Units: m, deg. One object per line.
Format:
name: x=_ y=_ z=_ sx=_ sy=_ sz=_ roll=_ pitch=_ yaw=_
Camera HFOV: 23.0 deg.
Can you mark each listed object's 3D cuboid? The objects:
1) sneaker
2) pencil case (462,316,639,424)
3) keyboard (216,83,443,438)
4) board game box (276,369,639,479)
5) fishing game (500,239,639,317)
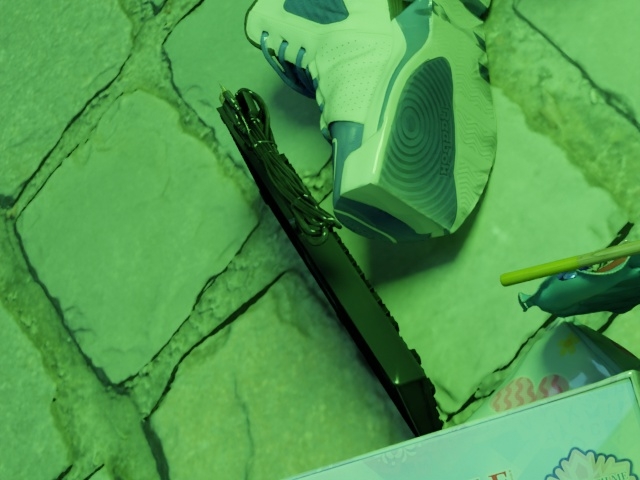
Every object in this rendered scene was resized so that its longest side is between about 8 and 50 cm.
sneaker: x=0.033 y=-0.130 z=1.230 sx=0.182 sy=0.127 sz=0.316 roll=-17 pitch=52 yaw=37
pencil case: x=0.117 y=0.179 z=1.001 sx=0.273 sy=0.113 sz=0.124 roll=-51 pitch=59 yaw=8
keyboard: x=0.000 y=0.000 z=1.136 sx=0.033 sy=0.201 sz=0.317 roll=-31 pitch=49 yaw=-4
board game box: x=0.083 y=0.271 z=0.907 sx=0.318 sy=0.066 sz=0.318 roll=-19 pitch=78 yaw=18
fishing game: x=0.205 y=0.013 z=0.911 sx=0.189 sy=0.264 sz=0.041 roll=-16 pitch=76 yaw=32
